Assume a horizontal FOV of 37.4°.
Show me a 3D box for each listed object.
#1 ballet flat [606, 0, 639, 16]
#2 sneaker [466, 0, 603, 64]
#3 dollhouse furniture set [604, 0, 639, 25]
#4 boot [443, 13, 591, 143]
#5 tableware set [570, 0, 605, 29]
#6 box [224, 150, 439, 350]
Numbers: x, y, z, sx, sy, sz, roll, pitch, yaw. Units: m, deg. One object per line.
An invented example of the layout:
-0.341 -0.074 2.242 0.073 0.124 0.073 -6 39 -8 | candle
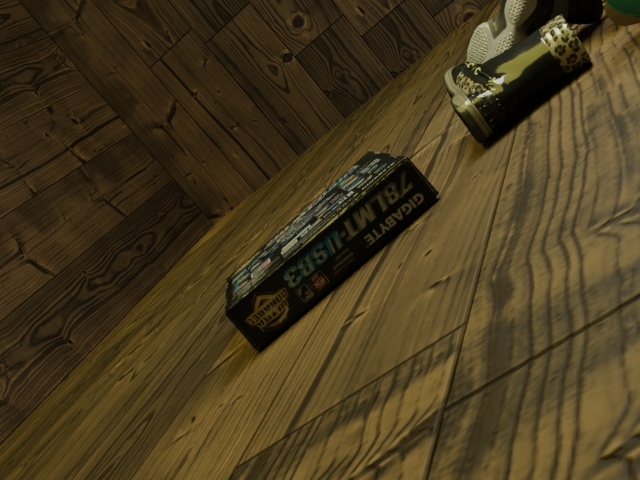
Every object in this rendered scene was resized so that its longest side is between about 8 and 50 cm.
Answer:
0.411 -0.290 0.916 0.096 0.095 0.280 -34 13 -36 | ballet flat
0.321 -0.312 1.387 0.101 0.153 0.269 56 136 48 | sneaker
0.364 -0.401 1.117 0.212 0.242 0.161 -44 22 -23 | dollhouse furniture set
0.259 -0.226 1.259 0.178 0.085 0.236 -36 15 17 | boot
0.380 -0.353 1.538 0.194 0.039 0.128 -35 10 33 | tableware set
0.000 0.000 1.269 0.295 0.073 0.293 -41 7 -1 | box
